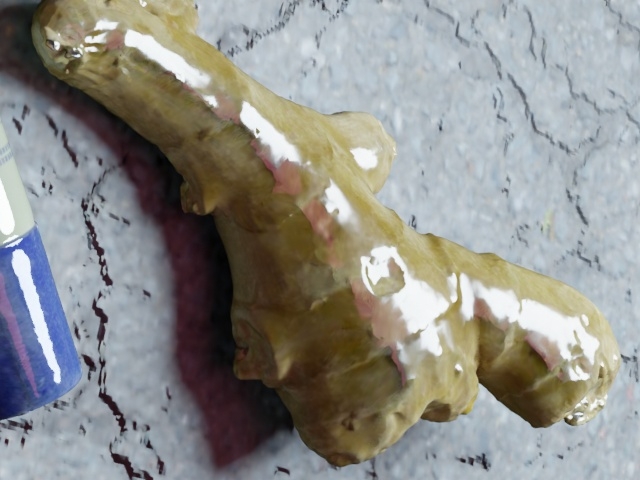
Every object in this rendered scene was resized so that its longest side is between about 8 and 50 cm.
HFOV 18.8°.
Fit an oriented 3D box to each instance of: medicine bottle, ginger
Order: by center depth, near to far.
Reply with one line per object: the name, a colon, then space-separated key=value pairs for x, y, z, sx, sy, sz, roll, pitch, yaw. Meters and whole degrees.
medicine bottle: x=-0.153 y=-0.045 z=0.744 sx=0.059 sy=0.059 sz=0.230 roll=-28 pitch=108 yaw=-39
ginger: x=0.000 y=0.000 z=0.868 sx=0.334 sy=0.081 sz=0.148 roll=45 pitch=76 yaw=-20
